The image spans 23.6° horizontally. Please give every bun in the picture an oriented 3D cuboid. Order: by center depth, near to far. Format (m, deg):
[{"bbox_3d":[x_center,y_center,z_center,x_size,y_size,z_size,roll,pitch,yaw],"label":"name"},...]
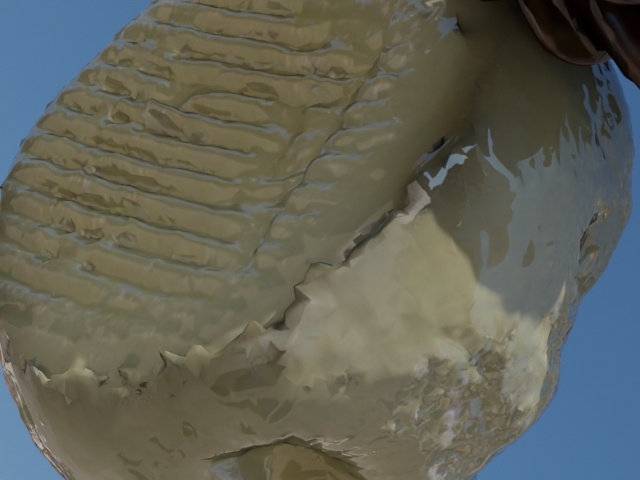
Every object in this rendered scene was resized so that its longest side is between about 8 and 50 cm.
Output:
[{"bbox_3d":[0.000,0.000,0.800,0.360,0.359,0.211,13,-28,44],"label":"bun"}]

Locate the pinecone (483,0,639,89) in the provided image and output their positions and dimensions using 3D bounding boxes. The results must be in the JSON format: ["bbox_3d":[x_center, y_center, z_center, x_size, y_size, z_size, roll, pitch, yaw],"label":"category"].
[{"bbox_3d":[0.178,-0.263,0.698,0.398,0.398,0.397,31,-38,28],"label":"pinecone"}]
